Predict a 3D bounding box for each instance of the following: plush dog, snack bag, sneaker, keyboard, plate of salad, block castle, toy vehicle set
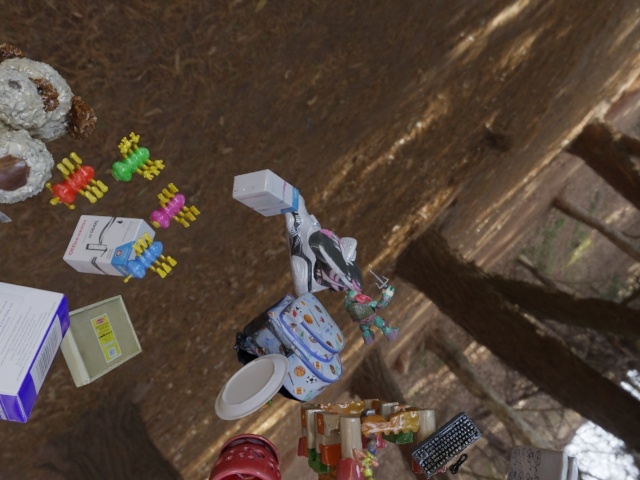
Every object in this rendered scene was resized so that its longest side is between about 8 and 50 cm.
[{"bbox_3d":[-0.472,-0.178,0.816,0.225,0.262,0.210,-54,-176,-26],"label":"plush dog"},{"bbox_3d":[0.429,0.603,1.116,0.323,0.037,0.342,86,20,-73],"label":"snack bag"},{"bbox_3d":[0.015,0.052,1.005,0.077,0.072,0.178,-17,136,19],"label":"sneaker"},{"bbox_3d":[0.325,0.525,1.358,0.180,0.108,0.023,-31,167,-16],"label":"keyboard"},{"bbox_3d":[0.000,0.000,1.737,0.210,0.365,0.137,-7,153,-5],"label":"sneaker"},{"bbox_3d":[-0.153,0.339,1.242,0.200,0.048,0.200,-28,-159,12],"label":"plate of salad"},{"bbox_3d":[0.120,0.584,1.546,0.303,0.212,0.453,1,168,-18],"label":"block castle"},{"bbox_3d":[-0.541,0.237,1.331,0.035,0.165,0.267,-20,-179,8],"label":"toy vehicle set"}]

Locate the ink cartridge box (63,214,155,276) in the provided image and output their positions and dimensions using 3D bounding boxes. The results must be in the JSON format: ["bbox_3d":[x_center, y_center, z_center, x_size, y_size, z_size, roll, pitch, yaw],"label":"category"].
[{"bbox_3d":[-0.594,0.015,1.523,0.086,0.203,0.148,68,29,-59],"label":"ink cartridge box"}]

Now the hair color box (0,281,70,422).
[{"bbox_3d":[-0.596,0.150,0.832,0.110,0.339,0.185,112,-13,-46],"label":"hair color box"}]

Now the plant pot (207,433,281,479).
[{"bbox_3d":[-0.193,0.618,1.400,0.191,0.191,0.174,-52,-171,10],"label":"plant pot"}]

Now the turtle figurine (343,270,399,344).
[{"bbox_3d":[0.129,0.194,1.546,0.118,0.175,0.234,-51,125,-38],"label":"turtle figurine"}]

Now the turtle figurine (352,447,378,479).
[{"bbox_3d":[0.146,0.606,1.200,0.087,0.269,0.217,-39,140,17],"label":"turtle figurine"}]

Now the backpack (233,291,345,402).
[{"bbox_3d":[-0.053,0.282,1.442,0.213,0.263,0.276,-34,179,20],"label":"backpack"}]

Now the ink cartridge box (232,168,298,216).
[{"bbox_3d":[-0.114,-0.098,1.138,0.122,0.089,0.052,29,58,-57],"label":"ink cartridge box"}]

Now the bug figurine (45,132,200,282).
[{"bbox_3d":[-0.369,-0.066,1.046,0.072,0.279,0.216,-8,-145,51],"label":"bug figurine"}]
